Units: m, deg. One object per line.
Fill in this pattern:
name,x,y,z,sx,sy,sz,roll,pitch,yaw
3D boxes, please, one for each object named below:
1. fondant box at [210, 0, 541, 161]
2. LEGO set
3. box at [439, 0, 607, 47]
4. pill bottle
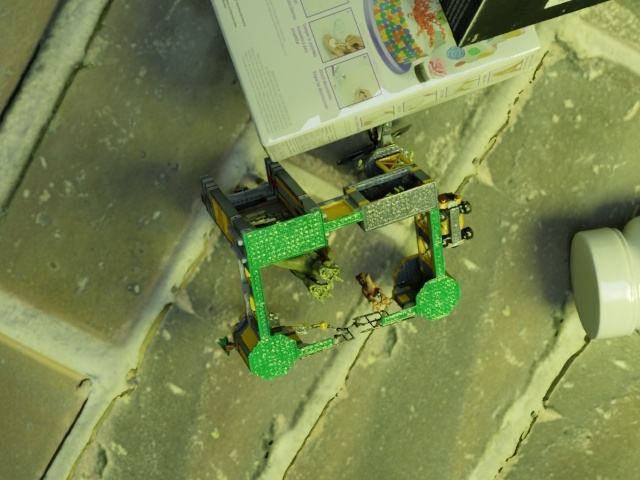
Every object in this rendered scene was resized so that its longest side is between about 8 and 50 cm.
fondant box,0.054,-0.258,1.360,0.330,0.096,0.238,-20,79,3
LEGO set,0.000,0.000,1.449,0.331,0.192,0.255,-25,124,-11
box,0.240,-0.401,1.240,0.296,0.183,0.294,-18,79,-10
pill bottle,0.465,0.041,1.470,0.283,0.161,0.161,-7,105,-2
